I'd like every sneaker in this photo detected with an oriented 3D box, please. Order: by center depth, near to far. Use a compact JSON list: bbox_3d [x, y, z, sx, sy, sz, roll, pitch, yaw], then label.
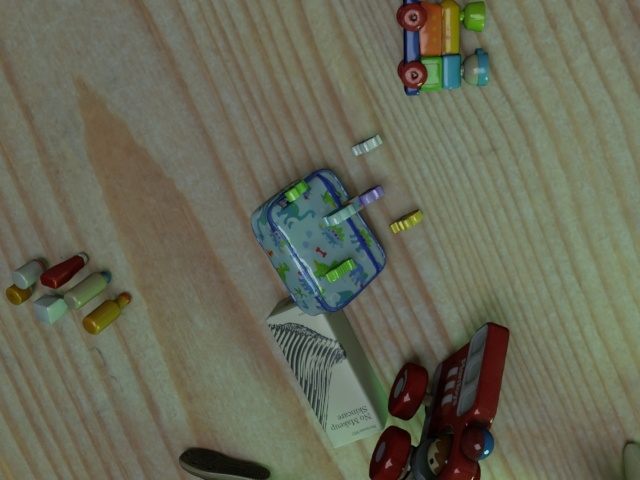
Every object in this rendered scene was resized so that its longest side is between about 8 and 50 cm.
[{"bbox_3d":[-0.192,0.469,1.678,0.188,0.066,0.071,13,114,9],"label":"sneaker"}]

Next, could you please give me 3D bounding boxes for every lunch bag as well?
[{"bbox_3d":[0.000,0.000,1.442,0.090,0.176,0.219,-20,103,54],"label":"lunch bag"}]

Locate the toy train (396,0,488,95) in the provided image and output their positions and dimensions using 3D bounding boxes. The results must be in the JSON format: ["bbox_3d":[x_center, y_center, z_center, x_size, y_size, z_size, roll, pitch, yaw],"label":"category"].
[{"bbox_3d":[0.192,-0.356,1.334,0.143,0.105,0.248,-2,106,2],"label":"toy train"}]

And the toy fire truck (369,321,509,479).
[{"bbox_3d":[0.215,0.304,1.406,0.169,0.302,0.254,24,146,-5],"label":"toy fire truck"}]

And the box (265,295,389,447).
[{"bbox_3d":[0.017,0.225,1.543,0.113,0.094,0.275,-25,99,18],"label":"box"}]

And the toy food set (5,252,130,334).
[{"bbox_3d":[-0.484,0.089,1.627,0.232,0.104,0.111,12,124,27],"label":"toy food set"}]

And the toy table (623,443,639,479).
[{"bbox_3d":[0.556,0.488,1.440,0.274,0.252,0.161,-4,122,-18],"label":"toy table"}]

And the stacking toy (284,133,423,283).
[{"bbox_3d":[0.057,-0.056,1.403,0.052,0.221,0.167,-15,106,55],"label":"stacking toy"}]
